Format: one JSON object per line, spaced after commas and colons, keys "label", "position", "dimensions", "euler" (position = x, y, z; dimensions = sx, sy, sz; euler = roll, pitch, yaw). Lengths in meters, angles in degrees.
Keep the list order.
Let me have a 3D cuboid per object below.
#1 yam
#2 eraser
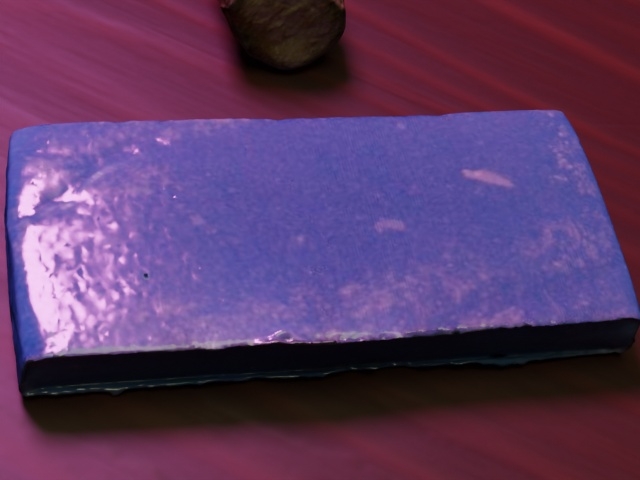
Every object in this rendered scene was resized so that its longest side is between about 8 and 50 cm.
{"label": "yam", "position": [-0.055, -0.261, 0.843], "dimensions": [0.081, 0.081, 0.356], "euler": [-6, 55, -16]}
{"label": "eraser", "position": [0.000, 0.000, 0.682], "dimensions": [0.312, 0.042, 0.144], "euler": [-2, 55, -14]}
